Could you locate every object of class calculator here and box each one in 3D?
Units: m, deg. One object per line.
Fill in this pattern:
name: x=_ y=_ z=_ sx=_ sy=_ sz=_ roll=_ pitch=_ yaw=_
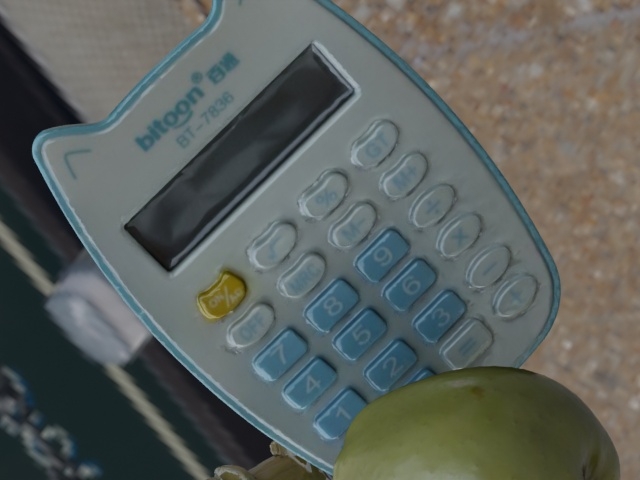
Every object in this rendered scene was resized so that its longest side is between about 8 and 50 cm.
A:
calculator: x=0.000 y=0.000 z=1.222 sx=0.386 sy=0.256 sz=0.054 roll=46 pitch=178 yaw=-17

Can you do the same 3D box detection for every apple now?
apple: x=0.106 y=0.171 z=1.133 sx=0.200 sy=0.200 sz=0.200 roll=23 pitch=146 yaw=17

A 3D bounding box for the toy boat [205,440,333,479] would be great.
toy boat: x=0.024 y=0.296 z=1.310 sx=0.321 sy=0.089 sz=0.121 roll=58 pitch=156 yaw=6
